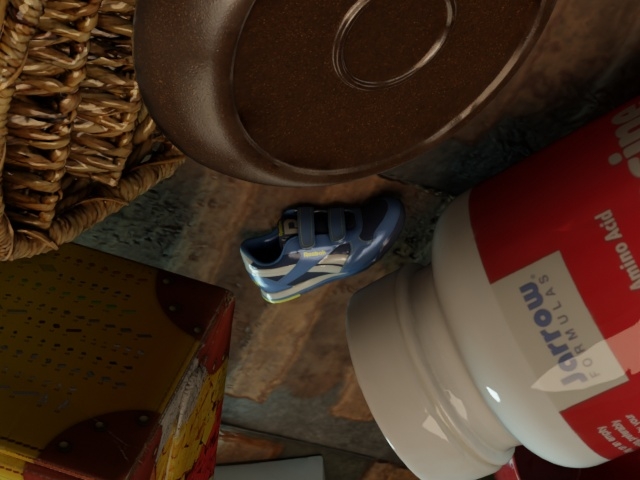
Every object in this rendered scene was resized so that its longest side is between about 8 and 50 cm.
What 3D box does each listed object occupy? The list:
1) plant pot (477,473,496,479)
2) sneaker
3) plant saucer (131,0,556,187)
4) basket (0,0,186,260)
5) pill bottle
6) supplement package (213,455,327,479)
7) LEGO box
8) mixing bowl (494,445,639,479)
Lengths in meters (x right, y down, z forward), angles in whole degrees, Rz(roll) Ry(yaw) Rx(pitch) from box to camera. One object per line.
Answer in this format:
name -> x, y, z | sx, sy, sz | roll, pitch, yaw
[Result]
plant pot -> 0.200, 0.351, 1.077 | 0.256, 0.274, 0.256 | -2, 131, -2
sneaker -> 0.000, 0.000, 0.914 | 0.144, 0.053, 0.059 | -27, 125, 18
plant saucer -> 0.037, -0.141, 0.712 | 0.311, 0.050, 0.310 | -22, 144, -17
basket -> -0.157, -0.125, 0.692 | 0.223, 0.213, 0.299 | 15, 129, -14
pill bottle -> 0.231, 0.024, 0.827 | 0.408, 0.229, 0.229 | -30, 126, 21
supplement package -> -0.048, 0.351, 1.159 | 0.139, 0.134, 0.244 | -7, 131, 3
LEGO box -> -0.340, 0.156, 0.850 | 0.500, 0.193, 0.372 | 17, 131, 7
mixing bowl -> 0.221, 0.189, 1.028 | 0.181, 0.181, 0.098 | 19, 156, -18
